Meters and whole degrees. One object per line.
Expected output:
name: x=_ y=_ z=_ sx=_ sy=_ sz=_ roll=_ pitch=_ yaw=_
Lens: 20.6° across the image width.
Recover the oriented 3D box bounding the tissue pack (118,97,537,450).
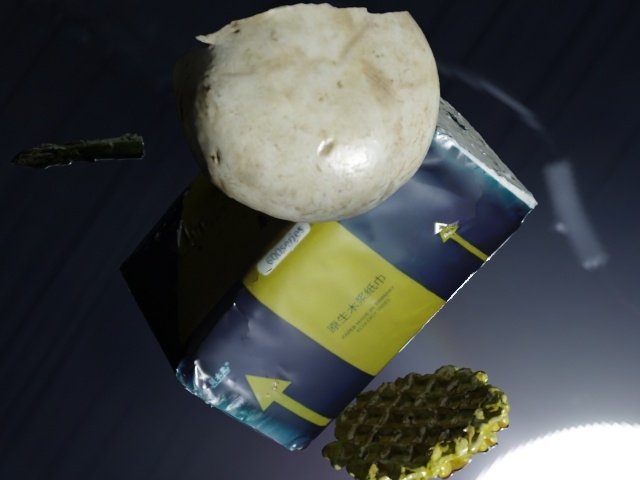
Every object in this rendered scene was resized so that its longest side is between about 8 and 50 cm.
tissue pack: x=0.000 y=0.000 z=2.028 sx=0.253 sy=0.416 sz=0.264 roll=33 pitch=-165 yaw=-37

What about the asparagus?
asparagus: x=-0.299 y=-0.108 z=2.161 sx=0.165 sy=0.030 sz=0.036 roll=-7 pitch=158 yaw=0

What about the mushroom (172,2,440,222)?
mushroom: x=-0.008 y=-0.104 z=1.662 sx=0.253 sy=0.189 sz=0.195 roll=-7 pitch=162 yaw=-15

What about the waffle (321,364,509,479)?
waffle: x=0.118 y=0.237 z=2.266 sx=0.238 sy=0.243 sz=0.059 roll=-121 pitch=8 yaw=-64
